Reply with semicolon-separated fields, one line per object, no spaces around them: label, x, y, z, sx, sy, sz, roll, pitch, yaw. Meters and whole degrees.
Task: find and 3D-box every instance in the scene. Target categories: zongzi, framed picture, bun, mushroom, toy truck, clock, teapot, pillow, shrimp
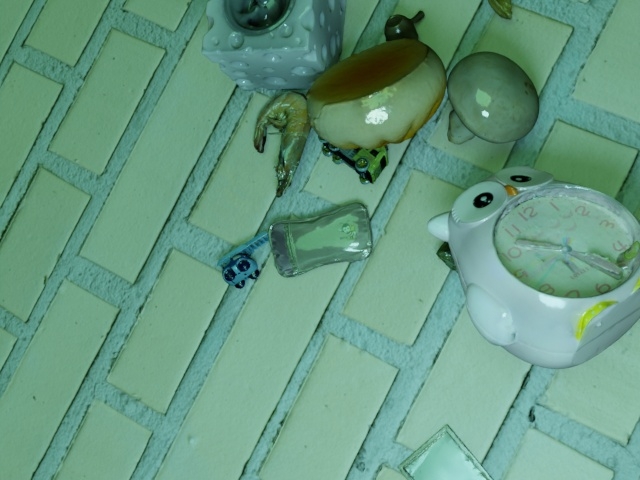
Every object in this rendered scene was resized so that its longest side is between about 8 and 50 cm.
zongzi;0.329;0.013;1.696;0.130;0.062;0.154;39;76;-1
framed picture;0.267;0.489;1.637;0.136;0.010;0.201;-43;70;7
bun;0.119;-0.277;1.691;0.298;0.299;0.165;-20;118;13
mushroom;0.333;-0.273;1.680;0.204;0.204;0.204;-3;79;17
toy truck;0.076;-0.207;1.792;0.169;0.077;0.100;39;79;23
clock;0.409;0.043;1.533;0.368;0.251;0.377;-29;54;-16
toy truck;-0.160;0.044;1.829;0.136;0.063;0.074;-32;53;6
teapot;0.182;-0.473;1.814;0.085;0.080;0.110;24;73;40
pillow;0.000;0.000;1.795;0.232;0.038;0.131;-13;81;13
shrimp;-0.091;-0.219;1.863;0.143;0.052;0.251;3;73;28

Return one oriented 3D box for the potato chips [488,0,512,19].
potato chips;0.403;-0.671;1.784;0.080;0.057;0.407;10;83;5

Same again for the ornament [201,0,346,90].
ornament;-0.094;-0.482;1.807;0.239;0.239;0.240;2;81;19
